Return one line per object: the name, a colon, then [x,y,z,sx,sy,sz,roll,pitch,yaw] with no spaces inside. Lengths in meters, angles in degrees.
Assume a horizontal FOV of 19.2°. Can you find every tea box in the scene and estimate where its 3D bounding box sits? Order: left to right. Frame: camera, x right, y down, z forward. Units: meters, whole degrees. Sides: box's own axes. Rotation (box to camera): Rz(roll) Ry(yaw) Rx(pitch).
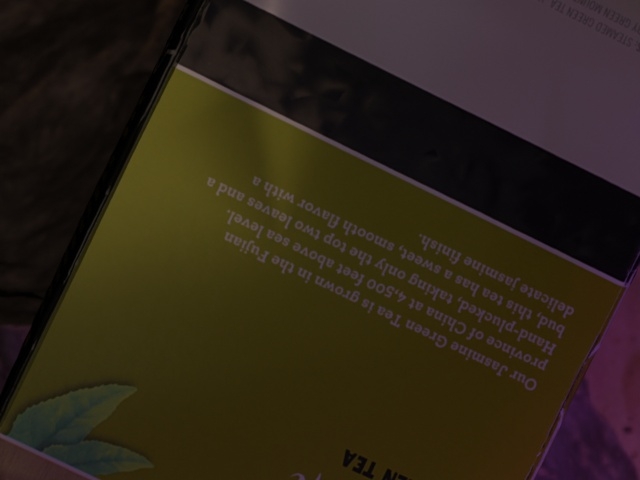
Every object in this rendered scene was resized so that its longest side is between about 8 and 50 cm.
tea box: [0.000,0.000,0.926,0.220,0.329,0.323,27,93,-6]
